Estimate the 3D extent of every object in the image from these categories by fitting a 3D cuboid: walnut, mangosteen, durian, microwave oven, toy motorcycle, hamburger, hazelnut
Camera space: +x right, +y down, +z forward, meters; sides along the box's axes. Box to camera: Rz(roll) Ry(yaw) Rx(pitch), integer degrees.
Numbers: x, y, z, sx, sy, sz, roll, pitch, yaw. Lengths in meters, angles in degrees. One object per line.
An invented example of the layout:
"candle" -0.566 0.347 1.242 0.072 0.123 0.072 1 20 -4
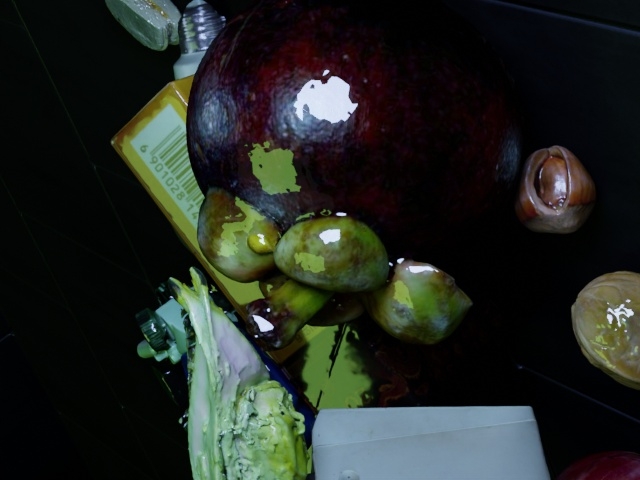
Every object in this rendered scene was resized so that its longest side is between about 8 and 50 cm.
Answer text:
"walnut" 0.289 0.085 1.502 0.124 0.105 0.105 40 155 10
"mangosteen" 0.033 -0.079 1.470 0.330 0.330 0.330 42 155 25
"durian" -0.067 0.188 1.455 0.132 0.106 0.375 40 143 56
"microwave oven" 0.096 0.381 1.591 0.394 0.247 0.333 91 172 -53
"toy motorcycle" -0.099 0.142 1.749 0.196 0.125 0.331 62 168 -18
"hamburger" -0.218 -0.279 2.025 0.121 0.054 0.084 42 154 9
"hazelnut" 0.213 -0.046 1.495 0.086 0.086 0.086 42 155 25

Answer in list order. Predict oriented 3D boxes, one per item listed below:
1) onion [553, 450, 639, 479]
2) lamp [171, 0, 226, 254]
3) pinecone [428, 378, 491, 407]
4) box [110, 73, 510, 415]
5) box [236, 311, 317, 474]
"onion" 0.328 0.375 1.604 0.347 0.285 0.347 41 172 7
"lamp" -0.115 -0.118 1.949 0.182 0.182 0.314 -29 77 68
"pinecone" 0.152 0.277 1.960 0.185 0.168 0.212 -145 38 -68
"box" 0.000 0.001 1.721 0.116 0.264 0.415 -40 85 30
"box" 0.015 0.174 1.865 0.343 0.065 0.200 59 147 13
